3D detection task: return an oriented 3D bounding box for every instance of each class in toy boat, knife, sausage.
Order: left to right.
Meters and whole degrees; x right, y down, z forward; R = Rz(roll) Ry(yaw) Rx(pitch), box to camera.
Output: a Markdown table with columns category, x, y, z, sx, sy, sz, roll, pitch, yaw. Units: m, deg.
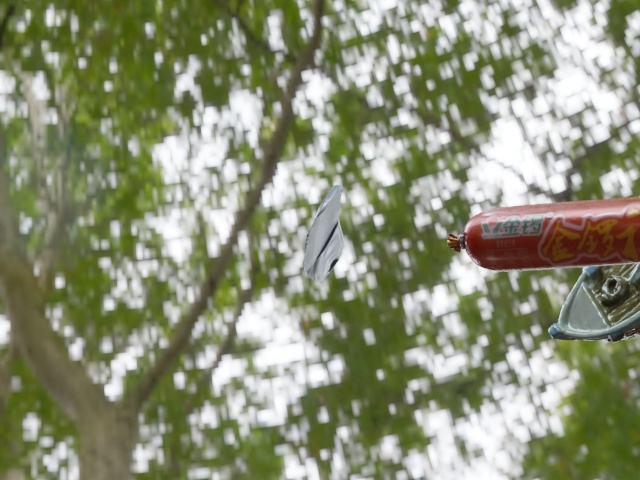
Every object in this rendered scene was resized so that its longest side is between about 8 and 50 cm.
| category | x | y | z | sx | sy | sz | roll | pitch | yaw |
| --- | --- | --- | --- | --- | --- | --- | --- | --- | --- |
| knife | 0.000 | 0.000 | 1.212 | 0.019 | 0.313 | 0.044 | 30 | -97 | 4 |
| sausage | 0.146 | -0.005 | 1.201 | 0.145 | 0.048 | 0.050 | -3 | -49 | 23 |
| toy boat | 0.227 | 0.013 | 1.357 | 0.058 | 0.069 | 0.173 | 23 | -60 | -39 |
